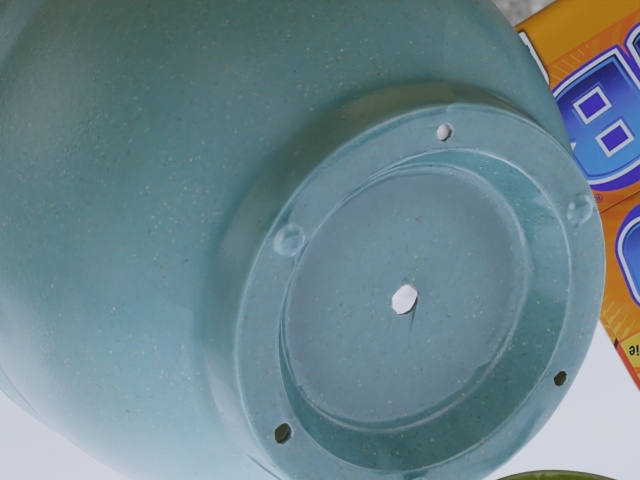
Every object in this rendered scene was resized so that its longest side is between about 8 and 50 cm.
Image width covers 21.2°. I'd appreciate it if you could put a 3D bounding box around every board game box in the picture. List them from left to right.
[{"bbox_3d":[0.412,-0.104,1.543,0.356,0.356,0.356,-31,173,26],"label":"board game box"}]

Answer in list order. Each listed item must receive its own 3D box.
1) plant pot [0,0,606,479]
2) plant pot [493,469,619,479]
[{"bbox_3d":[0.000,0.000,0.748,0.293,0.293,0.196,-18,-154,-24],"label":"plant pot"},{"bbox_3d":[0.248,0.438,1.767,0.275,0.293,0.274,-1,-147,1],"label":"plant pot"}]
